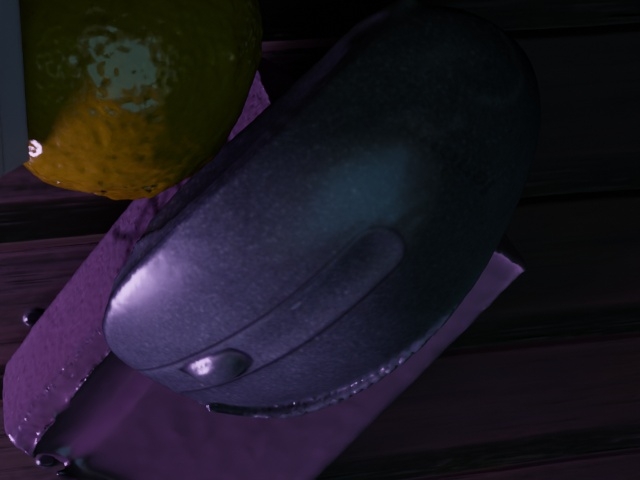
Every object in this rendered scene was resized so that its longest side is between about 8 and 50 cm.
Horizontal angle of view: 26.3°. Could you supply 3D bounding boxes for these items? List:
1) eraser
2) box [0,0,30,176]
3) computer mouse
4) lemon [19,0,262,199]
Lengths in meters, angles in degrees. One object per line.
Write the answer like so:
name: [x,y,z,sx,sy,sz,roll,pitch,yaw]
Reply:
eraser: [-0.052,0.061,1.119,0.272,0.122,0.359,27,116,-33]
box: [-0.304,-0.147,0.805,0.260,0.111,0.194,21,128,22]
computer mouse: [-0.001,0.001,0.938,0.203,0.114,0.374,29,114,-30]
lemon: [-0.134,-0.133,0.899,0.192,0.192,0.231,8,120,-21]
